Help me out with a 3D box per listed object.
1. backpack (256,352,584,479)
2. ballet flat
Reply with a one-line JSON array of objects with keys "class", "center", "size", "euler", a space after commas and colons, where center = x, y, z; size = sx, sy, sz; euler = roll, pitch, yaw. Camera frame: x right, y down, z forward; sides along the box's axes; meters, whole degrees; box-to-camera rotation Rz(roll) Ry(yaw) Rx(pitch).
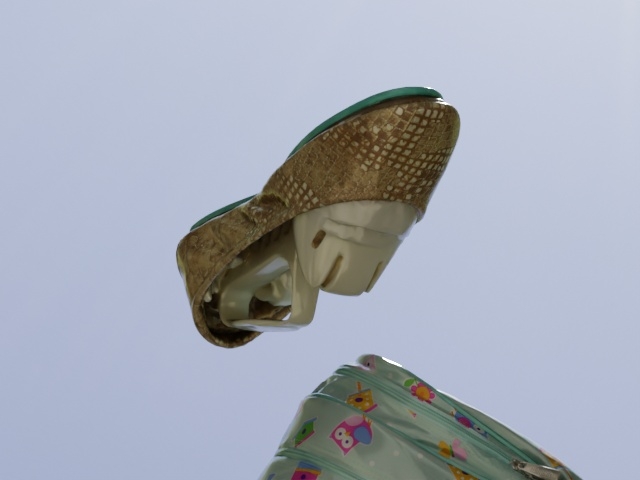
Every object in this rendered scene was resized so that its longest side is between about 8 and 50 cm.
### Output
[{"class": "backpack", "center": [0.058, 0.135, 0.830], "size": [0.182, 0.152, 0.115], "euler": [31, -112, 8]}, {"class": "ballet flat", "center": [0.000, 0.000, 0.824], "size": [0.073, 0.206, 0.067], "euler": [5, -111, -26]}]
